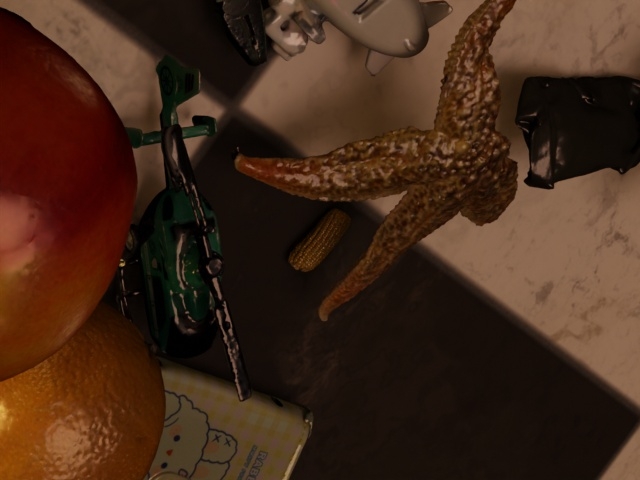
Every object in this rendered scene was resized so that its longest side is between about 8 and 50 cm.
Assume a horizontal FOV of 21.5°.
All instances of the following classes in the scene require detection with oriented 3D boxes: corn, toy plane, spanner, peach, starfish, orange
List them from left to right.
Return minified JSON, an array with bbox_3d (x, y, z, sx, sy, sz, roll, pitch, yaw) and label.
[{"bbox_3d":[-0.352,-0.057,1.522,0.388,0.388,0.388,-18,124,-28],"label":"peach"},{"bbox_3d":[-0.287,0.183,1.795,0.264,0.264,0.264,-18,124,-28],"label":"orange"},{"bbox_3d":[-0.151,-0.015,1.842,0.106,0.155,0.381,-11,104,-31],"label":"toy plane"},{"bbox_3d":[-0.117,-0.320,1.748,0.096,0.040,0.325,-33,125,-17],"label":"spanner"},{"bbox_3d":[0.000,0.000,2.036,0.092,0.037,0.037,-50,133,-8],"label":"corn"},{"bbox_3d":[0.043,-0.282,1.858,0.245,0.117,0.244,-11,132,-12],"label":"toy plane"},{"bbox_3d":[0.113,-0.098,1.938,0.384,0.132,0.398,-26,148,2],"label":"starfish"}]

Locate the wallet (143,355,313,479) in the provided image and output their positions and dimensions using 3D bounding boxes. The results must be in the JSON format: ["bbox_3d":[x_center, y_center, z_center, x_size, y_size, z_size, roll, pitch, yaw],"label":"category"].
[{"bbox_3d":[-0.169,0.257,2.031,0.309,0.077,0.223,23,97,-40],"label":"wallet"}]

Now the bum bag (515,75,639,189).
[{"bbox_3d":[0.338,-0.141,2.166,0.326,0.080,0.142,-6,100,-48],"label":"bum bag"}]
